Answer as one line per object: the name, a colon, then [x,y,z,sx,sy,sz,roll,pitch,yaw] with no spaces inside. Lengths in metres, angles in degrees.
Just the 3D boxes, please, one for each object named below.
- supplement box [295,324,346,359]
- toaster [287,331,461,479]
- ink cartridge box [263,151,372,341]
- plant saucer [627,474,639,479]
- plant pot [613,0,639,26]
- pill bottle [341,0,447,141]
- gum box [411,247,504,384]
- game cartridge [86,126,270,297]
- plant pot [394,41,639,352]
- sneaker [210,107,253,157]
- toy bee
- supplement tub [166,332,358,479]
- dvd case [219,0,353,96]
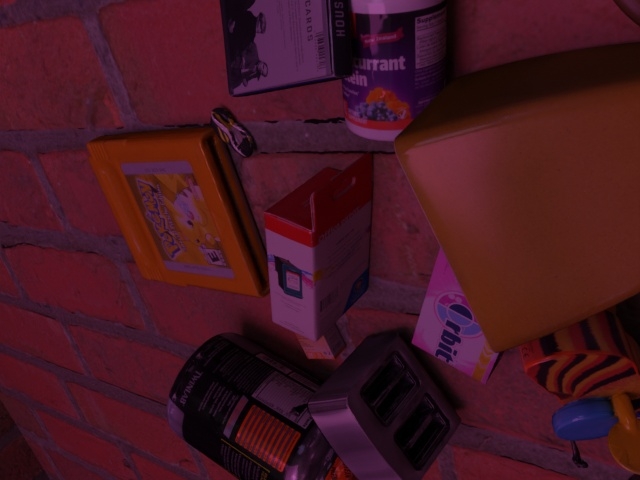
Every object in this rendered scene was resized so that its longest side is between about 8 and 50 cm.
supplement box: [-0.009,0.140,1.032,0.062,0.036,0.098,-9,114,44]
toaster: [0.085,0.243,0.918,0.168,0.186,0.110,54,143,-5]
ink cartridge box: [0.000,0.000,0.844,0.078,0.134,0.231,22,132,28]
plant saucer: [0.510,0.388,0.764,0.311,0.050,0.310,23,134,26]
plant pot: [0.310,-0.246,0.467,0.236,0.032,0.236,22,133,26]
pill bottle: [0.071,-0.207,0.645,0.108,0.108,0.193,17,130,31]
gum box: [0.188,0.074,0.791,0.107,0.062,0.188,28,135,22]
game cartridge: [-0.244,-0.044,1.086,0.324,0.053,0.285,3,121,39]
plant pot: [0.219,-0.059,0.571,0.187,0.212,0.212,-19,107,34]
sneaker: [-0.126,-0.151,0.923,0.083,0.031,0.035,53,153,1]
toy bee: [0.314,0.138,0.686,0.162,0.298,0.195,-20,71,19]
supplement tub: [-0.073,0.313,1.090,0.338,0.207,0.207,26,134,25]
dvd case: [-0.047,-0.250,0.681,0.239,0.030,0.179,12,109,57]
